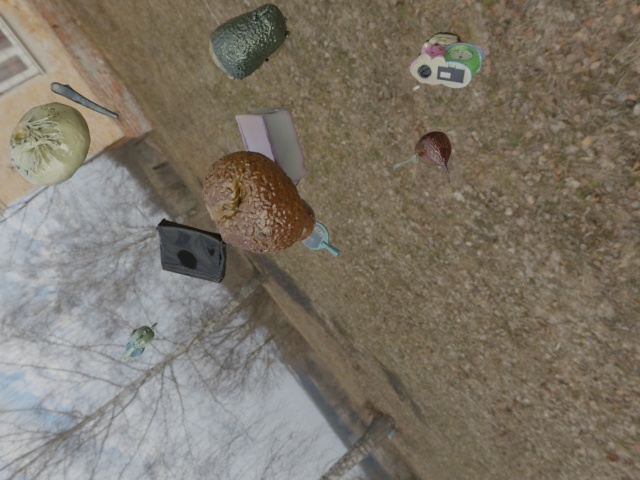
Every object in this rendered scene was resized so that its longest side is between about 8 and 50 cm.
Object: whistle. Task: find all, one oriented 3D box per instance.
[{"bbox_3d":[-0.658,0.371,1.488,0.077,0.114,0.236,42,127,-2],"label":"whistle"}]

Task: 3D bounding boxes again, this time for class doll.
[{"bbox_3d":[-0.293,-0.838,1.751,0.247,0.349,0.247,51,-162,-24],"label":"doll"}]

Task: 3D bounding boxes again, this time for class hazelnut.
[{"bbox_3d":[-0.084,-0.076,1.453,0.143,0.143,0.154,70,-177,-48],"label":"hazelnut"}]

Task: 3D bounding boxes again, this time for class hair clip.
[{"bbox_3d":[-0.786,-0.463,1.393,0.229,0.039,0.070,30,-164,2],"label":"hair clip"}]

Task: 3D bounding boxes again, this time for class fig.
[{"bbox_3d":[0.463,-0.326,1.637,0.134,0.146,0.201,112,144,-64],"label":"fig"}]

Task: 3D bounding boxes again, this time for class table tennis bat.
[{"bbox_3d":[0.000,0.000,2.103,0.237,0.149,0.038,38,-159,3],"label":"table tennis bat"}]

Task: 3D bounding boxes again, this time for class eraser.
[{"bbox_3d":[-0.195,-0.374,1.610,0.359,0.122,0.272,28,137,61],"label":"eraser"}]

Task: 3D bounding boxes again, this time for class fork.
[{"bbox_3d":[0.347,-0.314,1.688,0.219,0.028,0.034,163,99,-73],"label":"fork"}]

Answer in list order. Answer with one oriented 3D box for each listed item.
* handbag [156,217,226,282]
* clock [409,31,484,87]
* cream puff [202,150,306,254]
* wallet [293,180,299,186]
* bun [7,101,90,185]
[{"bbox_3d":[-0.453,0.034,1.486,0.247,0.080,0.223,14,129,-1],"label":"handbag"},{"bbox_3d":[0.392,-0.555,1.260,0.194,0.195,0.100,18,146,19],"label":"clock"},{"bbox_3d":[-0.192,-0.089,1.115,0.303,0.212,0.303,36,148,27],"label":"cream puff"},{"bbox_3d":[-0.181,-0.267,2.097,0.198,0.110,0.031,131,141,-56],"label":"wallet"},{"bbox_3d":[-0.903,-0.329,1.361,0.287,0.287,0.146,49,-176,18],"label":"bun"}]
